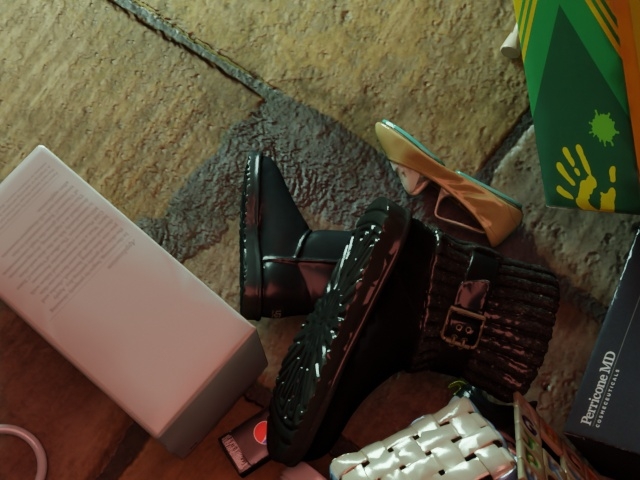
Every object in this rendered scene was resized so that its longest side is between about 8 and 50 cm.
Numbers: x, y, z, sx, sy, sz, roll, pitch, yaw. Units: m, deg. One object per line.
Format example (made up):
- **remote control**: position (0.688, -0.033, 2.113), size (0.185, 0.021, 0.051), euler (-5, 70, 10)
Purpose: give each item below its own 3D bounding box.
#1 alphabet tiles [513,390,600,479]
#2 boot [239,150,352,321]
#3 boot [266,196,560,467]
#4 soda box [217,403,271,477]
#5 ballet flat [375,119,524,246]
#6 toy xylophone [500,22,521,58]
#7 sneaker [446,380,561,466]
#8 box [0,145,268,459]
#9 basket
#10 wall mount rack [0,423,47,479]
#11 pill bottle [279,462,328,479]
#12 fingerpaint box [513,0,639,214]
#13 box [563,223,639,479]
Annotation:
- **alphabet tiles**: position (0.290, 0.289, 1.220), size (0.009, 0.198, 0.237), euler (-41, 98, 18)
- **boot**: position (0.000, 0.000, 1.450), size (0.207, 0.094, 0.246), euler (3, 58, -9)
- **boot**: position (0.113, 0.146, 1.329), size (0.260, 0.131, 0.348), euler (27, 91, -17)
- **soda box**: position (-0.042, 0.225, 1.395), size (0.169, 0.060, 0.053), euler (-32, 76, -9)
- **ballet flat**: position (0.154, -0.073, 1.476), size (0.232, 0.080, 0.073), euler (34, 92, 13)
- **toy xylophone**: position (0.348, -0.353, 1.489), size (0.081, 0.236, 0.323), euler (28, 77, -8)
- **sneaker**: position (0.256, 0.242, 1.368), size (0.234, 0.084, 0.097), euler (27, 73, 9)
- **box**: position (-0.250, 0.081, 1.365), size (0.345, 0.215, 0.168), euler (40, 77, 12)
- **basket**: position (0.136, 0.342, 1.257), size (0.255, 0.289, 0.201), euler (-27, 41, -7)
- **wall mount rack**: position (-0.463, 0.340, 1.291), size (0.350, 0.130, 0.304), euler (-24, 68, -22)
- **pill bottle**: position (-0.064, 0.368, 1.318), size (0.124, 0.124, 0.221), euler (38, 76, 12)
- **fingerpaint box**: position (0.440, -0.270, 1.320), size (0.445, 0.163, 0.371), euler (-21, 106, -30)
- **box**: position (0.497, 0.135, 1.285), size (0.312, 0.179, 0.343), euler (15, 71, 34)
